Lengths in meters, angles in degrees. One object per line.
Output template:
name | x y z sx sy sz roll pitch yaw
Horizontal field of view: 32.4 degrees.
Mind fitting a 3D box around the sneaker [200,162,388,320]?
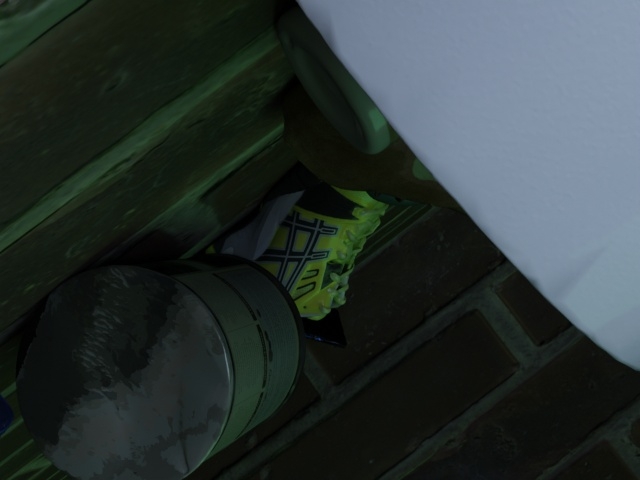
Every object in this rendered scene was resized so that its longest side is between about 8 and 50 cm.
sneaker | 0.000 0.000 1.260 0.384 0.147 0.145 -43 170 26

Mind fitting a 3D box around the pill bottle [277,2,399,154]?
pill bottle | 0.076 -0.152 0.728 0.186 0.112 0.112 -36 174 -7

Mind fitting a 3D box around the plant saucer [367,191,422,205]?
plant saucer | 0.169 -0.151 1.111 0.317 0.043 0.318 -38 156 -21

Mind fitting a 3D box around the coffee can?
coffee can | -0.142 0.117 1.079 0.201 0.201 0.275 -38 173 10

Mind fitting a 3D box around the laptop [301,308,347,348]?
laptop | -0.113 0.140 1.482 0.234 0.264 0.137 -105 -149 -82

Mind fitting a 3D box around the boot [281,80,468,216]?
boot | 0.084 -0.077 0.975 0.115 0.112 0.305 -28 142 28

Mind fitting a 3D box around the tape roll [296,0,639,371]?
tape roll | 0.084 -0.090 0.438 0.100 0.286 0.286 -39 173 16

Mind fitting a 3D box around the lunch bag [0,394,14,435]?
lunch bag | -0.336 0.171 1.018 0.098 0.067 0.065 -33 173 -41
